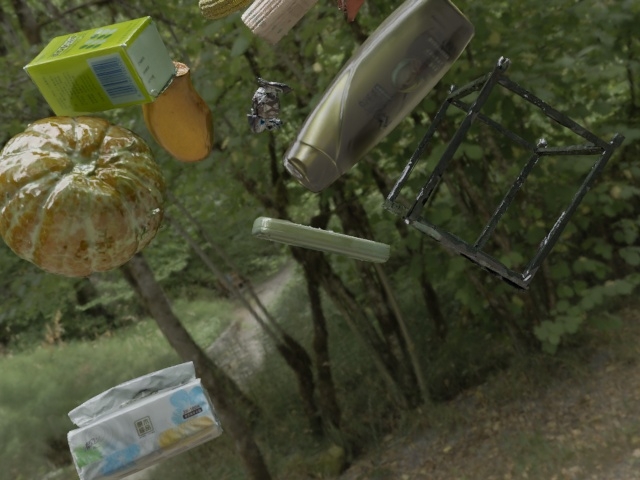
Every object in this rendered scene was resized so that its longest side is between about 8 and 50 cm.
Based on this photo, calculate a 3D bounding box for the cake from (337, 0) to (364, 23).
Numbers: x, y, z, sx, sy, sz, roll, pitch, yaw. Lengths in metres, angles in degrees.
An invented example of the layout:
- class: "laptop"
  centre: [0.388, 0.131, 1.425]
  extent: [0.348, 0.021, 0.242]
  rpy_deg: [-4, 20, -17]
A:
- class: "cake"
  centre: [0.059, -0.556, 1.339]
  extent: [0.135, 0.098, 0.287]
  rpy_deg: [-25, -13, -19]

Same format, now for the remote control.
- class: "remote control"
  centre: [0.000, 0.000, 1.116]
  extent: [0.234, 0.038, 0.098]
  rpy_deg: [13, -4, -15]

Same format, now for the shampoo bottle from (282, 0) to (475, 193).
- class: "shampoo bottle"
  centre: [0.079, -0.224, 1.010]
  extent: [0.350, 0.125, 0.084]
  rpy_deg: [-46, 29, 14]

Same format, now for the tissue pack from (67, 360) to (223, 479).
- class: "tissue pack"
  centre: [-0.303, 0.311, 1.127]
  extent: [0.229, 0.145, 0.159]
  rpy_deg: [-21, -17, -11]

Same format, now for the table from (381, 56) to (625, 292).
- class: "table"
  centre: [0.277, -0.109, 1.102]
  extent: [0.272, 0.222, 0.335]
  rpy_deg: [-59, 4, 6]

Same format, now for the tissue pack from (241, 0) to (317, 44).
- class: "tissue pack"
  centre: [-0.038, -0.614, 1.553]
  extent: [0.325, 0.071, 0.170]
  rpy_deg: [-41, -1, 16]

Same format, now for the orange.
- class: "orange"
  centre: [-0.462, -0.094, 1.254]
  extent: [0.329, 0.329, 0.249]
  rpy_deg: [-27, -9, -35]

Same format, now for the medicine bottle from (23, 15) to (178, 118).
- class: "medicine bottle"
  centre: [-0.444, -0.348, 1.330]
  extent: [0.250, 0.141, 0.137]
  rpy_deg: [-4, 44, 20]

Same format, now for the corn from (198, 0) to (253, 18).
- class: "corn"
  centre: [-0.175, -0.503, 1.309]
  extent: [0.165, 0.085, 0.063]
  rpy_deg: [-12, 6, 36]

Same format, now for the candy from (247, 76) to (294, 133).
- class: "candy"
  centre: [-0.108, -0.287, 1.382]
  extent: [0.094, 0.051, 0.226]
  rpy_deg: [-8, -13, -7]

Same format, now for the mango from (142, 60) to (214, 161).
- class: "mango"
  centre: [-0.416, -0.363, 1.893]
  extent: [0.187, 0.144, 0.359]
  rpy_deg: [-28, -40, -4]
